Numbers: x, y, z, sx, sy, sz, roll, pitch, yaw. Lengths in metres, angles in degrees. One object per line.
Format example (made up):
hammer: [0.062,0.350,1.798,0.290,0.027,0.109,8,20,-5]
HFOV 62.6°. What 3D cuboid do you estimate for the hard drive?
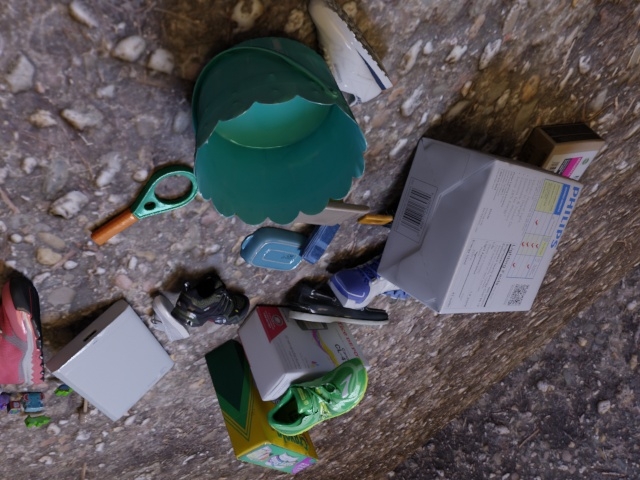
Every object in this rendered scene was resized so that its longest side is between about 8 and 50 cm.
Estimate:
hard drive: [-0.481,0.292,1.248,0.203,0.040,0.307,-45,150,-24]

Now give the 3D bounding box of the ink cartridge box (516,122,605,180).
ink cartridge box: [0.626,-0.197,1.442,0.193,0.088,0.234,-9,139,-24]

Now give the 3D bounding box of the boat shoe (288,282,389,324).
boat shoe: [0.064,0.178,1.494,0.340,0.113,0.127,9,173,-30]

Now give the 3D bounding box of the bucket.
bucket: [-0.076,-0.177,0.861,0.281,0.183,0.281,-9,144,-7]

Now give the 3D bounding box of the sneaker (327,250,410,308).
sneaker: [0.177,0.072,1.443,0.316,0.127,0.182,-4,134,-41]

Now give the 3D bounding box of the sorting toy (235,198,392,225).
sorting toy: [-0.017,-0.071,1.105,0.348,0.047,0.196,5,171,-25]

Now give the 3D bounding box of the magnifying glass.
magnifying glass: [-0.332,-0.063,0.998,0.231,0.026,0.092,-32,144,4]

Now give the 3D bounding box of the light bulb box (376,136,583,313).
light bulb box: [0.382,-0.029,1.269,0.361,0.225,0.357,5,109,-38]

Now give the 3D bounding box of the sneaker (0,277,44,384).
sneaker: [-0.625,0.200,1.039,0.136,0.116,0.313,-4,137,-29]

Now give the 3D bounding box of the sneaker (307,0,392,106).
sneaker: [0.038,-0.316,0.903,0.095,0.090,0.235,-26,144,21]

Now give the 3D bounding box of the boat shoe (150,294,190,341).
boat shoe: [-0.369,0.191,1.255,0.063,0.066,0.184,-25,154,-8]

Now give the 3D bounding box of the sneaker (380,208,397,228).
sneaker: [0.207,-0.032,1.375,0.162,0.063,0.073,11,131,-42]

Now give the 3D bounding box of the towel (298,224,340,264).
towel: [0.000,0.000,1.263,0.119,0.029,0.067,-58,143,-1]

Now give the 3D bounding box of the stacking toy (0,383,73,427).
stacking toy: [-0.724,0.384,1.252,0.167,0.052,0.221,-45,144,22]

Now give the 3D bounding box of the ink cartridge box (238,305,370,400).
ink cartridge box: [-0.047,0.307,1.471,0.306,0.226,0.131,6,131,-40]

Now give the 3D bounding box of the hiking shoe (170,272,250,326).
hiking shoe: [-0.240,0.137,1.245,0.227,0.086,0.114,-1,117,-56]

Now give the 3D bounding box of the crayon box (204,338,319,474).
crayon box: [-0.164,0.494,1.540,0.106,0.313,0.363,-33,144,4]

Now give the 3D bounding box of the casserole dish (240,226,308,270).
casserole dish: [-0.102,0.027,1.256,0.188,0.037,0.114,12,128,-44]

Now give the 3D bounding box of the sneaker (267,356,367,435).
sneaker: [-0.007,0.400,1.324,0.296,0.109,0.123,-38,147,10]

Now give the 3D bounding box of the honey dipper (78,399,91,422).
honey dipper: [-0.618,0.426,1.389,0.031,0.030,0.160,-3,135,-32]
